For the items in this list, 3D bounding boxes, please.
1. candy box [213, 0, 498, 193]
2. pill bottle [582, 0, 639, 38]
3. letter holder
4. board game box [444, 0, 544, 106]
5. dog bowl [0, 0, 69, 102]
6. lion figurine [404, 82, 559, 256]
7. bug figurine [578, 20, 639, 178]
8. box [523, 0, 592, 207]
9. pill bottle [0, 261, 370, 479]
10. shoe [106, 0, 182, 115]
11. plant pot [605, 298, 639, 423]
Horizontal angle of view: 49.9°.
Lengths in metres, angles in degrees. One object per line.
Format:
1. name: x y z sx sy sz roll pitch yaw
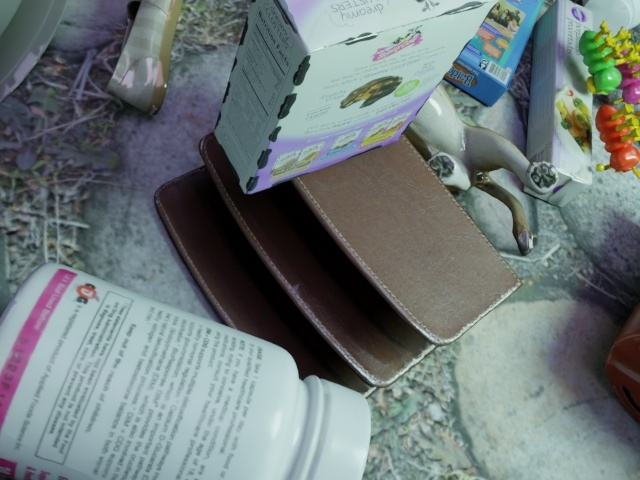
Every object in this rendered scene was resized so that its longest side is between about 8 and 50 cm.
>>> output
1. candy box: 0.017 -0.132 0.539 0.164 0.196 0.070 -22 75 -26
2. pill bottle: 0.477 -0.395 1.084 0.103 0.103 0.184 38 57 0
3. letter holder: 0.000 0.000 0.671 0.214 0.152 0.302 -31 79 -29
4. board game box: 0.214 -0.307 0.969 0.160 0.047 0.210 32 58 -3
5. dog bowl: -0.345 -0.250 0.559 0.102 0.349 0.349 29 57 8
6. lion figurine: 0.116 -0.161 0.801 0.142 0.240 0.392 -29 94 3
7. bug figurine: 0.424 -0.180 0.934 0.279 0.072 0.216 -4 76 -46
8. box: 0.332 -0.199 0.951 0.063 0.067 0.324 21 58 -12
9. pill bottle: -0.114 0.139 0.548 0.283 0.160 0.160 22 59 -10
10. shoe: -0.190 -0.242 0.760 0.058 0.076 0.219 13 63 -21
11. plant pot: 0.476 0.096 0.759 0.265 0.272 0.272 -41 84 -24
